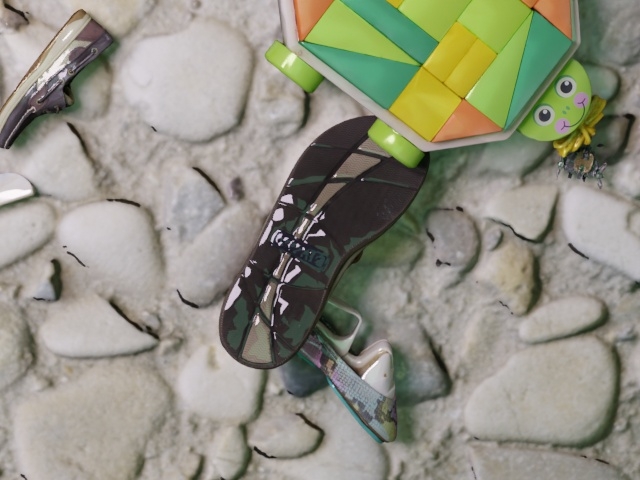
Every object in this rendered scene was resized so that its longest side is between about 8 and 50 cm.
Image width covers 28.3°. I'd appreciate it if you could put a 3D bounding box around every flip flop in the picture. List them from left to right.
[{"bbox_3d":[0.000,0.000,1.211,0.112,0.080,0.277,32,89,4],"label":"flip flop"}]

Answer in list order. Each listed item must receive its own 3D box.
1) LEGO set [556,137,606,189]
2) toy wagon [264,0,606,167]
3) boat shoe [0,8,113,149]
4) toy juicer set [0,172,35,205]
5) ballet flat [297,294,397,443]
[{"bbox_3d":[0.248,-0.086,1.232,0.054,0.023,0.083,-18,98,1],"label":"LEGO set"},{"bbox_3d":[0.129,-0.194,1.135,0.344,0.068,0.267,36,96,-15],"label":"toy wagon"},{"bbox_3d":[-0.248,-0.139,1.163,0.049,0.056,0.152,36,105,-10],"label":"boat shoe"},{"bbox_3d":[-0.449,-0.095,1.151,0.209,0.089,0.329,-37,109,10],"label":"toy juicer set"},{"bbox_3d":[0.021,0.110,1.267,0.079,0.077,0.221,-42,103,8],"label":"ballet flat"}]
